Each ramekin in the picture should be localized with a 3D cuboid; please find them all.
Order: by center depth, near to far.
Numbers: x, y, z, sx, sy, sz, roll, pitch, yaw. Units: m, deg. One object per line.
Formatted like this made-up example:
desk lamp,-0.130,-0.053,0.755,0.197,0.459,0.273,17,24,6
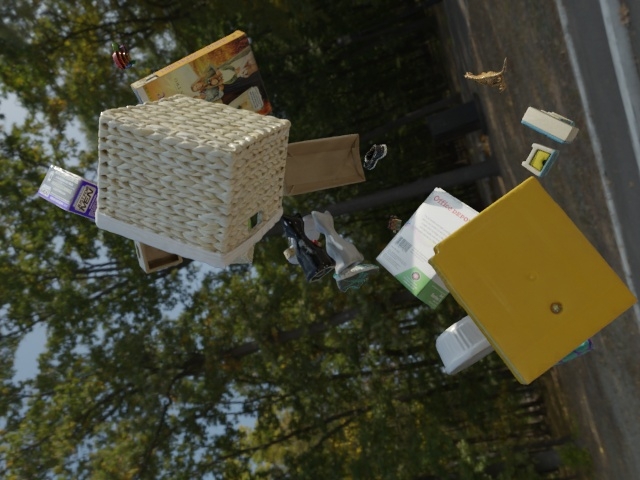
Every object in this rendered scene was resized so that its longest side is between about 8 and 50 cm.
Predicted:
ramekin,0.537,0.354,1.881,0.127,0.273,0.273,58,-170,24

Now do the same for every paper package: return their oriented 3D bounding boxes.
paper package,-0.046,-0.260,1.856,0.325,0.310,0.168,-170,68,-70

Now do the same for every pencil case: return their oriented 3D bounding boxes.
pencil case,0.597,0.268,1.315,0.070,0.152,0.064,58,-158,-3

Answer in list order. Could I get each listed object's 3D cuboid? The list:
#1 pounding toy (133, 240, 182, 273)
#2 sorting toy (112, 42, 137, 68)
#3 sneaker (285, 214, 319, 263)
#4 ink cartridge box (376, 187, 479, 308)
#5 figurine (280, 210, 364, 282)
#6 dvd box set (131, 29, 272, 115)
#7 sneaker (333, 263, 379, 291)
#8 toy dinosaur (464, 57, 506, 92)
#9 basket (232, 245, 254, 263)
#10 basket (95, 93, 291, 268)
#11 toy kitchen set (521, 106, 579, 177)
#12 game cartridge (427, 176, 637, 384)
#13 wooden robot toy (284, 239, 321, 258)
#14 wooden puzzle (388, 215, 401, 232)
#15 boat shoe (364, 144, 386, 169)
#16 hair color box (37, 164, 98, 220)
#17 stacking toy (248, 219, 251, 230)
pounding toy,-0.478,0.000,1.555,0.100,0.130,0.141,27,129,50
sorting toy,-0.519,-0.490,1.400,0.061,0.042,0.101,69,-178,-49
sneaker,-0.076,-0.040,1.984,0.268,0.101,0.153,112,153,-49
ink cartridge box,0.328,0.019,1.498,0.117,0.278,0.201,34,-172,-44
figurine,0.000,0.000,1.534,0.215,0.092,0.209,-10,-117,-48
dvd box set,-0.393,-0.490,1.823,0.062,0.421,0.307,37,154,44
sneaker,0.124,0.127,1.777,0.065,0.167,0.076,-163,61,-68
toy dinosaur,0.547,-0.517,1.679,0.211,0.112,0.064,16,95,63
basket,-0.357,0.035,2.133,0.113,0.168,0.103,73,-162,-74
basket,-0.275,-0.152,1.187,0.328,0.332,0.266,-50,-27,-61
toy kitchen set,0.589,-0.237,1.369,0.207,0.166,0.122,-8,-141,-48
game cartridge,0.418,0.075,1.069,0.323,0.285,0.052,54,175,11
wooden robot toy,-0.039,0.049,1.801,0.173,0.076,0.079,-7,-116,-52
wooden puzzle,0.321,-0.069,2.272,0.006,0.050,0.083,-73,-9,-60
boat shoe,0.152,-0.246,1.556,0.125,0.038,0.046,146,124,-66
hair color box,-0.665,-0.109,1.645,0.339,0.185,0.110,30,-97,-55
stacking toy,-0.314,-0.138,1.501,0.130,0.280,0.308,121,164,-67
